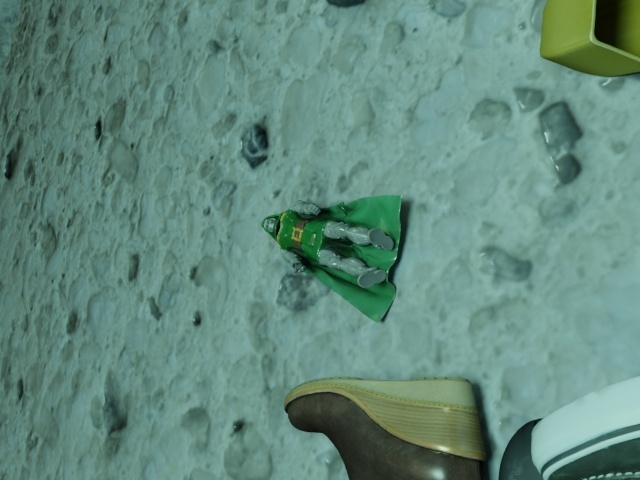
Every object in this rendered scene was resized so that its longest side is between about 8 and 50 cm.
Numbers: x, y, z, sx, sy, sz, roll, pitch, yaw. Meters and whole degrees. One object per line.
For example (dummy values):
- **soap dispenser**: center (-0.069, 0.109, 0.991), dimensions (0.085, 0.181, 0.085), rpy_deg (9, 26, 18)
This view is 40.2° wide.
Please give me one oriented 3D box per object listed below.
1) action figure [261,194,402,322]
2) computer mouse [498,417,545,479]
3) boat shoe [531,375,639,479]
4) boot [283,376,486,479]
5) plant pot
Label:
- **action figure**: center (0.000, 0.000, 1.007), dimensions (0.232, 0.063, 0.137), rpy_deg (16, 94, 56)
- **computer mouse**: center (0.232, 0.204, 0.646), dimensions (0.184, 0.060, 0.262), rpy_deg (-59, 41, 20)
- **boat shoe**: center (0.284, 0.139, 0.521), dimensions (0.335, 0.121, 0.119), rpy_deg (-18, 57, 35)
- **boot**: center (0.046, 0.238, 0.838), dimensions (0.248, 0.090, 0.206), rpy_deg (-12, 66, 45)
- **plant pot**: center (0.238, -0.187, 0.763), dimensions (0.083, 0.081, 0.081), rpy_deg (-14, 66, 61)
